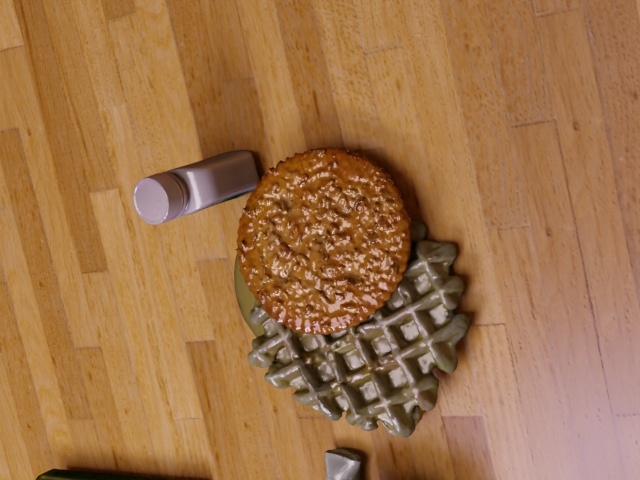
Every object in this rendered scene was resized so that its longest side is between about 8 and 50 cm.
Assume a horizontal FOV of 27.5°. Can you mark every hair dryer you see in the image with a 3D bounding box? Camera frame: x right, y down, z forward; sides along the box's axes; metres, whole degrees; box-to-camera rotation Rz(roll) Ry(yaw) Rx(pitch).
[{"bbox_3d":[-0.029,0.395,1.933,0.237,0.075,0.206,7,101,43],"label":"hair dryer"}]

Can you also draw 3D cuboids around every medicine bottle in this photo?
[{"bbox_3d":[-0.174,-0.074,1.801,0.119,0.183,0.069,-9,98,37],"label":"medicine bottle"}]

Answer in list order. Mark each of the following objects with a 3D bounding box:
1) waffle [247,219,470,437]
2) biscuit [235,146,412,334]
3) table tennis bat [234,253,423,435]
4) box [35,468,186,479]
[{"bbox_3d":[0.044,0.097,1.733,0.309,0.056,0.291,22,100,24],"label":"waffle"},{"bbox_3d":[0.000,0.000,1.706,0.254,0.035,0.253,-3,83,25],"label":"biscuit"},{"bbox_3d":[0.018,0.113,1.808,0.368,0.054,0.224,51,120,16],"label":"table tennis bat"},{"bbox_3d":[-0.324,0.449,2.127,0.346,0.097,0.134,-2,104,36],"label":"box"}]
